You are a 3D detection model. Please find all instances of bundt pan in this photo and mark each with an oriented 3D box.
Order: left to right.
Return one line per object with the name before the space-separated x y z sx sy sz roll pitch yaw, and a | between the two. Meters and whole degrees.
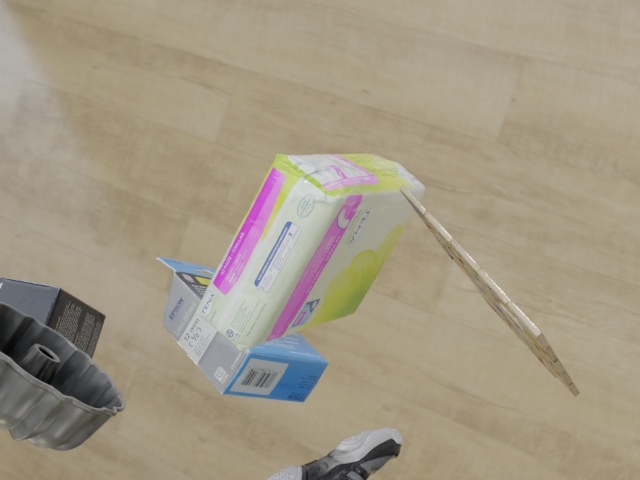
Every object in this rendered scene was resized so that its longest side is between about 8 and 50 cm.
bundt pan | -0.507 0.241 1.474 0.331 0.331 0.124 37 88 24

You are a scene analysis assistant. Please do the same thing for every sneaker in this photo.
sneaker | 0.030 0.375 1.215 0.153 0.269 0.101 61 146 18

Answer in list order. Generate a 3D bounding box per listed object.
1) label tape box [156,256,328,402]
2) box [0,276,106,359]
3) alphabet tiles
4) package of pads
label tape box | -0.184 0.182 1.769 0.348 0.249 0.115 39 103 38
box | -0.568 0.164 1.769 0.153 0.207 0.108 8 72 19
alphabet tiles | 0.173 0.060 0.843 0.009 0.237 0.198 -41 55 3
package of pads | 0.000 0.000 1.075 0.101 0.296 0.229 36 109 20
